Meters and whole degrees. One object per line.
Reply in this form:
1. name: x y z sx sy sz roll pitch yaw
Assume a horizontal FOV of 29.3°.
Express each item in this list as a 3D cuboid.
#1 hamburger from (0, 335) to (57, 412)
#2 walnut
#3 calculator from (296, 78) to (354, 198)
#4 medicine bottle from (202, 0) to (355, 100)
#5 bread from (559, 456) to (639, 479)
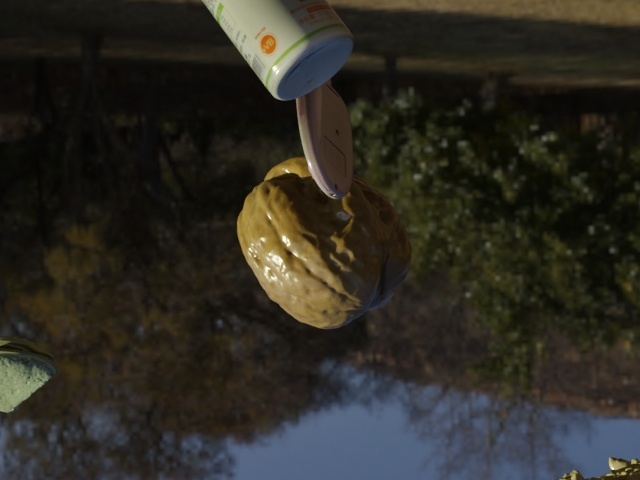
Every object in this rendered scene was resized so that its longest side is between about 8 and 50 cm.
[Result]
1. hamburger: -0.364 0.146 1.409 0.084 0.054 0.121 35 135 -28
2. walnut: 0.000 0.000 1.762 0.257 0.257 0.224 2 -161 45
3. calculator: 0.006 -0.121 1.315 0.024 0.166 0.103 -18 149 24
4. medicine bottle: -0.055 -0.215 1.052 0.086 0.183 0.086 -33 165 -10
5. bread: 0.260 0.263 0.975 0.134 0.173 0.085 -19 178 20
